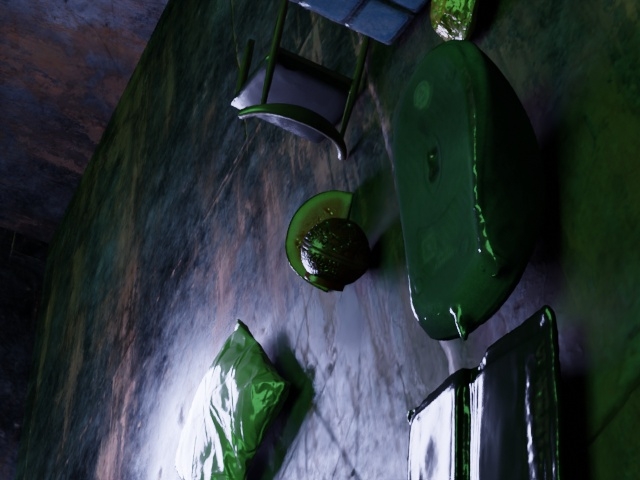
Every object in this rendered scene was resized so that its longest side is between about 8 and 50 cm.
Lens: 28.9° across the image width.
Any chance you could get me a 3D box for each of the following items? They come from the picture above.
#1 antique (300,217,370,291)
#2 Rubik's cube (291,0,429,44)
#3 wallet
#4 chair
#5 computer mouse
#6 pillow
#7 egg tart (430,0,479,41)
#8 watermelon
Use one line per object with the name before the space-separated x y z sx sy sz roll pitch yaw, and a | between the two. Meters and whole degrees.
antique | 0.022 0.016 1.721 0.104 0.104 0.104 -52 26 39
Rubik's cube | 0.055 -0.561 1.836 0.337 0.344 0.344 -47 31 48
wallet | 0.157 0.225 1.259 0.323 0.041 0.247 132 152 -51
chair | -0.038 -0.242 2.011 0.166 0.188 0.272 -47 26 47
computer mouse | 0.171 -0.052 1.378 0.188 0.122 0.371 133 144 -52
pillow | -0.149 0.289 1.932 0.281 0.076 0.274 -66 22 10
egg tart | 0.180 -0.318 1.674 0.129 0.049 0.129 -173 90 -81
watermelon | -0.003 0.004 1.886 0.069 0.087 0.163 63 -139 -65
